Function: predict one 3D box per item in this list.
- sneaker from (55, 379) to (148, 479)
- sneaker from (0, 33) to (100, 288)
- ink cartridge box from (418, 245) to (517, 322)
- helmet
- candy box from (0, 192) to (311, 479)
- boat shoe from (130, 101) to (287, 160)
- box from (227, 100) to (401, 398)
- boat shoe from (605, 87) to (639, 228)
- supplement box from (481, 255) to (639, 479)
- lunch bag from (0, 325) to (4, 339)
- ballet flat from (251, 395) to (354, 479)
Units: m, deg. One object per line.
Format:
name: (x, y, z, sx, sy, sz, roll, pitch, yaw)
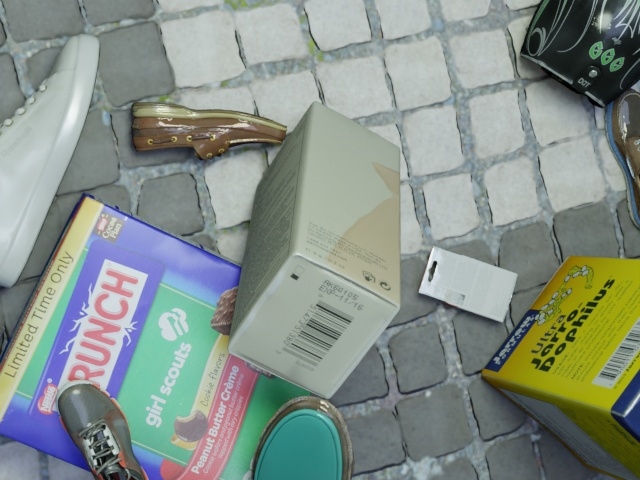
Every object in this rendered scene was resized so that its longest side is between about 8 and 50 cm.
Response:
sneaker: (-0.215, 0.213, 1.282, 0.061, 0.065, 0.158, -31, 101, -7)
sneaker: (-0.330, -0.102, 1.352, 0.123, 0.106, 0.290, 23, 86, -16)
ink cartridge box: (0.175, 0.052, 1.522, 0.115, 0.029, 0.063, 19, 86, -13)
helmet: (0.334, -0.256, 1.505, 0.169, 0.169, 0.162, 31, 99, -12)
candy box: (-0.175, 0.132, 1.384, 0.317, 0.122, 0.268, 25, 86, -12)
boat shoe: (-0.127, -0.120, 1.430, 0.177, 0.064, 0.060, 5, 94, -8)
box: (0.000, 0.000, 1.325, 0.121, 0.311, 0.148, 27, 122, -13)
boat shoe: (0.408, -0.103, 1.562, 0.066, 0.066, 0.183, -18, 94, -14)
supplement box: (0.367, 0.152, 1.401, 0.194, 0.356, 0.195, 41, 80, -13)
lunch bag: (-0.377, 0.125, 1.358, 0.053, 0.071, 0.083, 26, 82, -8)
ballet flat: (-0.019, 0.278, 1.350, 0.107, 0.106, 0.316, 16, 118, 10)
